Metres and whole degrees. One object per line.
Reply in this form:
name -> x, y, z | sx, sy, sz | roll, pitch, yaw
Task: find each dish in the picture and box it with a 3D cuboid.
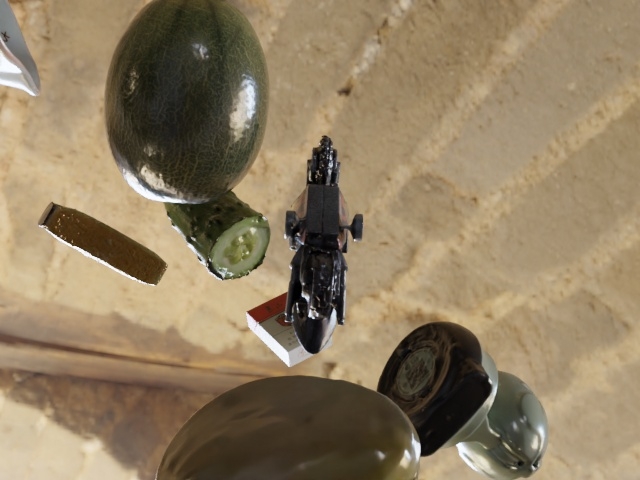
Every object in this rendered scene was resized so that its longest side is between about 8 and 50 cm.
dish -> -0.406, -0.260, 1.084 | 0.081, 0.229, 0.229 | -24, -39, -5

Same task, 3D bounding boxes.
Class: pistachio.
pistachio -> -0.035, 0.246, 1.022 | 0.288, 0.197, 0.166 | -14, -19, -6

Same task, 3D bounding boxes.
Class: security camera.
security camera -> 0.244, 0.266, 1.488 | 0.277, 0.191, 0.197 | 34, -77, -24

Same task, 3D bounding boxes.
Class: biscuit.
biscuit -> -0.312, 0.006, 1.360 | 0.188, 0.052, 0.056 | 32, -12, -22

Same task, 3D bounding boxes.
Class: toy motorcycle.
toy motorcycle -> 0.000, 0.000, 1.372 | 0.108, 0.307, 0.173 | 5, -36, -3

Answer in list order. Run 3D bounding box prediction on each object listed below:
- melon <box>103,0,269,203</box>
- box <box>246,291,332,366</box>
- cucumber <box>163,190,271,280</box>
melon -> -0.191, -0.205, 1.356 | 0.237, 0.237, 0.302 | 6, -82, -6
box -> -0.060, 0.167, 1.806 | 0.100, 0.152, 0.048 | -23, -48, -27
cucumber -> -0.197, -0.046, 1.623 | 0.134, 0.244, 0.134 | -26, -41, -25
